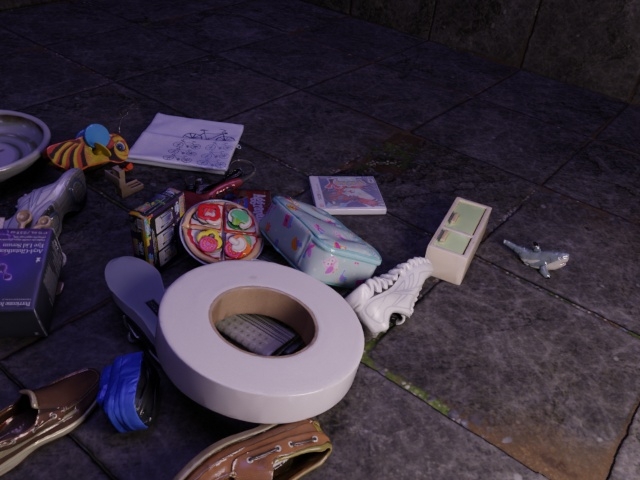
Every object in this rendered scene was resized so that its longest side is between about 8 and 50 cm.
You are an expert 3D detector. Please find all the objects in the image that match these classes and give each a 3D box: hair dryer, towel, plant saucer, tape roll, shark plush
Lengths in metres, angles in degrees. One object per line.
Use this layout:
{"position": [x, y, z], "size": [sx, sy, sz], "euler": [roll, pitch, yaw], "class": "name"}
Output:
{"position": [-0.293, -0.127, 1.589], "size": [0.223, 0.080, 0.294], "euler": [-17, 37, 14], "class": "hair dryer"}
{"position": [-0.140, 0.130, 1.348], "size": [0.324, 0.056, 0.312], "euler": [25, 37, 28], "class": "towel"}
{"position": [-0.957, -0.240, 1.679], "size": [0.400, 0.101, 0.400], "euler": [4, 36, -3], "class": "plant saucer"}
{"position": [-0.111, 0.171, 1.134], "size": [0.391, 0.072, 0.392], "euler": [11, 29, -7], "class": "tape roll"}
{"position": [0.556, 0.030, 1.563], "size": [0.161, 0.067, 0.073], "euler": [33, 44, 32], "class": "shark plush"}

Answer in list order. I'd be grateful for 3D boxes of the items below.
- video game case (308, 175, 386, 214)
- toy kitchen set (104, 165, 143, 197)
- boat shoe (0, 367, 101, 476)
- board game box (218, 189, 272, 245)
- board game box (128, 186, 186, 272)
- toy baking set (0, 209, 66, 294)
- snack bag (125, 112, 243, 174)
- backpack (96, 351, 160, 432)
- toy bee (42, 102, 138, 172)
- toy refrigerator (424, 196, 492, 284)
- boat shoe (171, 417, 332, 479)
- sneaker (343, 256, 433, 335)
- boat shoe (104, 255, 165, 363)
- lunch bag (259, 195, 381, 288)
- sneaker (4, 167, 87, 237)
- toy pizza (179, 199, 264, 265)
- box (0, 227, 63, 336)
{"position": [0.075, -0.134, 1.754], "size": [0.201, 0.023, 0.183], "euler": [-1, 37, -10], "class": "video game case"}
{"position": [-0.543, -0.177, 1.668], "size": [0.068, 0.083, 0.075], "euler": [29, 42, 28], "class": "toy kitchen set"}
{"position": [-0.475, 0.291, 1.023], "size": [0.095, 0.095, 0.257], "euler": [23, 39, 22], "class": "boat shoe"}
{"position": [-0.195, -0.064, 1.584], "size": [0.145, 0.027, 0.281], "euler": [0, 29, -9], "class": "board game box"}
{"position": [-0.373, -0.018, 1.402], "size": [0.048, 0.170, 0.141], "euler": [19, 37, 19], "class": "board game box"}
{"position": [-0.681, 0.032, 1.343], "size": [0.196, 0.030, 0.256], "euler": [-24, 68, -16], "class": "toy baking set"}
{"position": [-0.417, -0.319, 1.925], "size": [0.323, 0.037, 0.343], "euler": [7, 36, 2], "class": "snack bag"}
{"position": [-0.339, 0.277, 1.068], "size": [0.101, 0.098, 0.120], "euler": [-16, 46, 5], "class": "backpack"}
{"position": [-0.610, -0.254, 1.707], "size": [0.298, 0.162, 0.195], "euler": [-33, 17, -13], "class": "toy bee"}
{"position": [0.357, -0.008, 1.564], "size": [0.102, 0.094, 0.269], "euler": [20, 39, 18], "class": "toy refrigerator"}
{"position": [-0.111, 0.370, 0.956], "size": [0.307, 0.111, 0.104], "euler": [-26, 46, -36], "class": "boat shoe"}
{"position": [0.172, 0.124, 1.365], "size": [0.292, 0.110, 0.118], "euler": [-23, 73, -45], "class": "sneaker"}
{"position": [-0.343, 0.153, 1.228], "size": [0.306, 0.105, 0.113], "euler": [38, 42, 28], "class": "boat shoe"}
{"position": [0.000, 0.000, 1.424], "size": [0.224, 0.108, 0.279], "euler": [12, 22, -41], "class": "lunch bag"}
{"position": [-0.691, -0.100, 1.526], "size": [0.129, 0.111, 0.297], "euler": [5, 35, 7], "class": "sneaker"}
{"position": [-0.228, -0.022, 1.418], "size": [0.201, 0.032, 0.201], "euler": [10, 52, -14], "class": "toy pizza"}
{"position": [-0.627, 0.085, 1.231], "size": [0.153, 0.108, 0.207], "euler": [-1, 53, -9], "class": "box"}
